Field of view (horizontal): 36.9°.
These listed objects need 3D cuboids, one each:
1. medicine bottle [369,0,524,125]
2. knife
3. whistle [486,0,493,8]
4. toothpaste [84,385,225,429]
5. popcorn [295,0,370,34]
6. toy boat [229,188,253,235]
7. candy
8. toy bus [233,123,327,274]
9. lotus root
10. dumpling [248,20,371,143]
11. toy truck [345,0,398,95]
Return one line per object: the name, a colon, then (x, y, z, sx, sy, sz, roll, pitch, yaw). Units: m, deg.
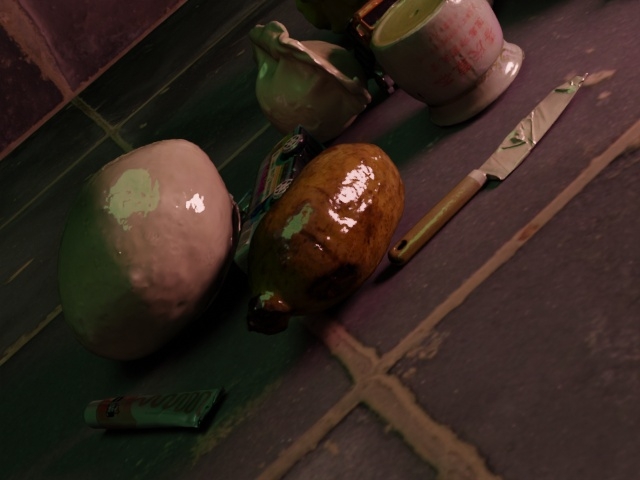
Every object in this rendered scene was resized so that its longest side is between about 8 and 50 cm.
medicine bottle: (0.155, -0.234, 1.180, 0.147, 0.143, 0.147, -36, 25, 20)
knife: (0.185, -0.077, 1.024, 0.298, 0.017, 0.047, -44, 31, -10)
whistle: (0.209, -0.366, 1.426, 0.126, 0.067, 0.258, -19, 29, 42)
toothpaste: (-0.191, 0.192, 1.078, 0.205, 0.036, 0.056, -12, 34, 39)
popcorn: (0.057, -0.470, 1.613, 0.258, 0.224, 0.270, -24, -3, 1)
toy boat: (-0.125, -0.024, 1.312, 0.059, 0.066, 0.140, -19, 30, 45)
candy: (-0.234, 0.003, 1.220, 0.295, 0.185, 0.295, -31, 44, 35)
toy bus: (-0.039, -0.047, 1.210, 0.109, 0.091, 0.261, -36, 22, 25)
lotus root: (0.000, 0.000, 1.016, 0.260, 0.128, 0.145, -52, 1, -33)
dumpling: (-0.030, -0.232, 1.376, 0.147, 0.193, 0.258, -51, 15, -12)
toy truck: (0.094, -0.275, 1.336, 0.083, 0.092, 0.192, -41, -10, -4)
